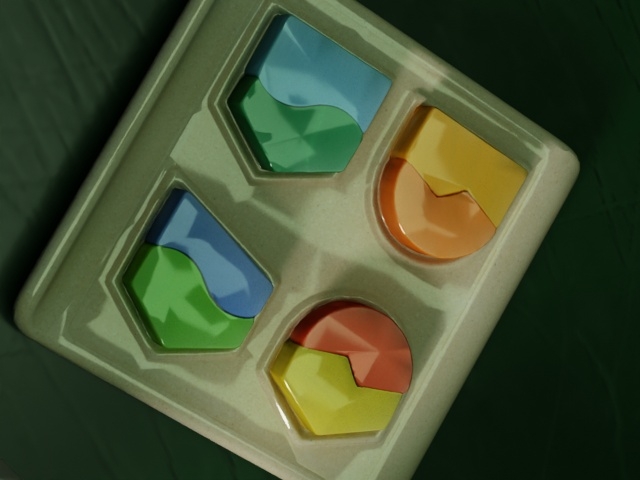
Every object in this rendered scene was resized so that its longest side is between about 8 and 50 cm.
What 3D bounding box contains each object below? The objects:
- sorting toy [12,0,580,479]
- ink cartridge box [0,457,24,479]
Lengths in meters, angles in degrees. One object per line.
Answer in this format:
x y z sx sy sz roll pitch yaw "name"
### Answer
0.000 0.000 0.815 0.208 0.038 0.193 32 84 -26 "sorting toy"
-0.192 0.156 0.688 0.086 0.148 0.203 20 88 -24 "ink cartridge box"
